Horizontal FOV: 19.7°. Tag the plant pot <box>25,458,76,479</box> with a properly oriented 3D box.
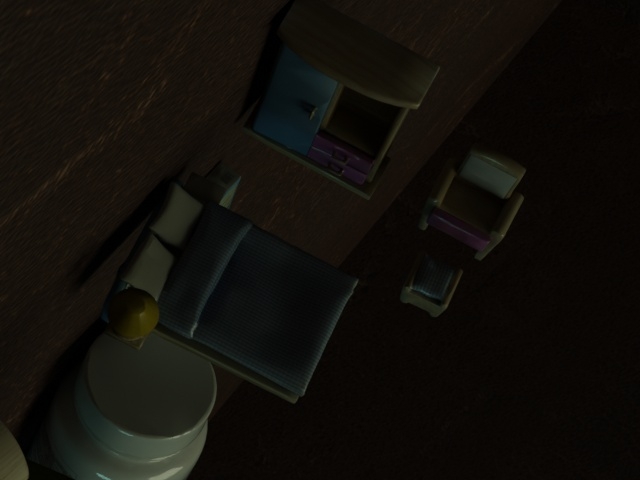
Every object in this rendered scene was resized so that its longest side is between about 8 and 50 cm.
[{"bbox_3d":[-0.242,0.293,1.482,0.275,0.293,0.275,-50,174,-8],"label":"plant pot"}]

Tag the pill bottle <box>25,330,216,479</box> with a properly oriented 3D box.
[{"bbox_3d":[-0.208,0.208,1.893,0.160,0.160,0.283,-47,173,-38],"label":"pill bottle"}]

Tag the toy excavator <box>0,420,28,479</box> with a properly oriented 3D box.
[{"bbox_3d":[-0.284,0.340,1.252,0.445,0.433,0.222,-25,-172,35],"label":"toy excavator"}]

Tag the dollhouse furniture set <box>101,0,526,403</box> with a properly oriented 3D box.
[{"bbox_3d":[0.000,0.000,1.584,0.303,0.286,0.198,-61,179,-24],"label":"dollhouse furniture set"}]

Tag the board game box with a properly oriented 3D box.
[{"bbox_3d":[-0.142,0.002,1.794,0.154,0.026,0.103,-49,174,-26],"label":"board game box"}]
